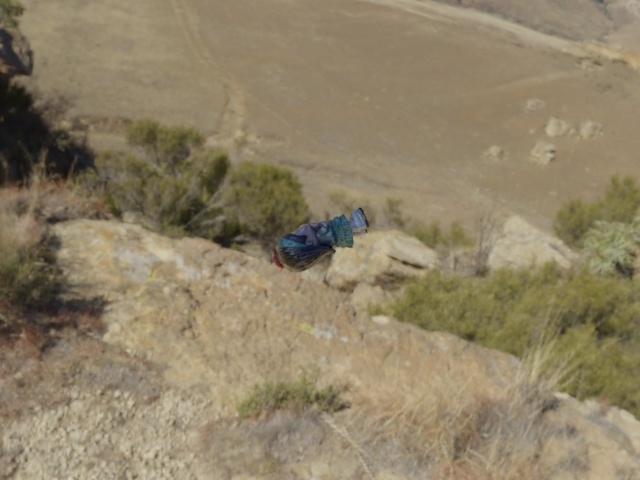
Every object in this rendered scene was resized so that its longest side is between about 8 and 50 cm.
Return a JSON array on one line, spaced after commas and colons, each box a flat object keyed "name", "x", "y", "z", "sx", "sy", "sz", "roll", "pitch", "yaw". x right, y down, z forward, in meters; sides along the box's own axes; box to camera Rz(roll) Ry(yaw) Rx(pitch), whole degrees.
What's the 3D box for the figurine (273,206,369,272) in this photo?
[{"name": "figurine", "x": 0.000, "y": 0.000, "z": 0.754, "sx": 0.106, "sy": 0.047, "sz": 0.060, "roll": -23, "pitch": 0, "yaw": -13}]
